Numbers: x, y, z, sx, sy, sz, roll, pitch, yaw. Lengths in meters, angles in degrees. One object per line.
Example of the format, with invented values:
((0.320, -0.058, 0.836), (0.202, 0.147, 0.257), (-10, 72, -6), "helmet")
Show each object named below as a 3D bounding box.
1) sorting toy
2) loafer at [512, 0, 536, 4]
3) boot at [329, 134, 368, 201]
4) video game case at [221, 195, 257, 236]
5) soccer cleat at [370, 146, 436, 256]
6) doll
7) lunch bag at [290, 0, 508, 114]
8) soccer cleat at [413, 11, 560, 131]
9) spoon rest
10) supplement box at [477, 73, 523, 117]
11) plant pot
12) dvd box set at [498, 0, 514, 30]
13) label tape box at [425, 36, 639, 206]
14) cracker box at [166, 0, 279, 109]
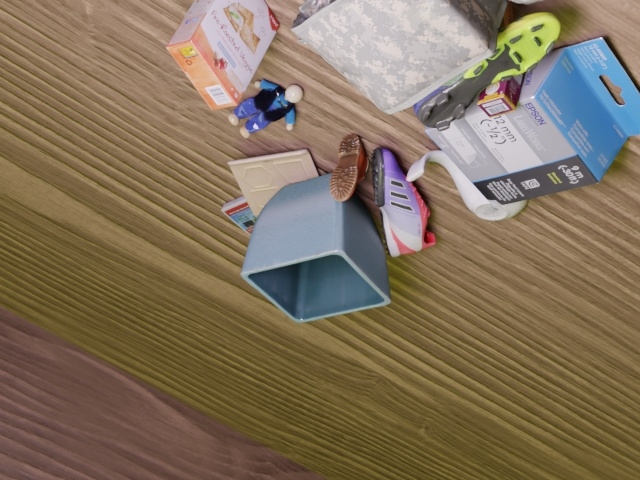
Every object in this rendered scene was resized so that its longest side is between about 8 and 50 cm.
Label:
((-0.091, -0.133, 2.164), (0.192, 0.038, 0.208), (-7, 141, 17), "sorting toy")
((0.398, -0.470, 1.402), (0.111, 0.112, 0.319), (-1, 157, -37), "loafer")
((0.067, -0.137, 1.990), (0.059, 0.158, 0.085), (0, 148, 26), "boot")
((-0.085, -0.022, 2.351), (0.285, 0.025, 0.204), (42, 142, -26), "video game case")
((0.180, -0.088, 2.059), (0.116, 0.109, 0.318), (-9, 137, 7), "soccer cleat")
((-0.105, -0.279, 1.987), (0.189, 0.046, 0.129), (-25, 115, 40), "doll")
((0.119, -0.354, 1.536), (0.235, 0.169, 0.287), (38, 139, -22), "lunch bag")
((0.269, -0.303, 1.588), (0.289, 0.121, 0.093), (-36, 131, 30), "soccer cleat")
((0.310, -0.117, 1.964), (0.276, 0.084, 0.137), (22, 150, -24), "spoon rest")
((0.312, -0.261, 1.630), (0.055, 0.083, 0.043), (-13, 139, 43), "supplement box")
((0.000, 0.000, 2.079), (0.247, 0.252, 0.248), (-14, 144, 26), "plant pot")
((0.157, -0.456, 1.579), (0.307, 0.062, 0.420), (5, 143, 24), "dvd box set")
((0.407, -0.205, 1.732), (0.347, 0.115, 0.249), (-12, 137, 42), "label tape box")
((-0.173, -0.376, 1.725), (0.067, 0.232, 0.156), (-6, 137, 33), "cracker box")
